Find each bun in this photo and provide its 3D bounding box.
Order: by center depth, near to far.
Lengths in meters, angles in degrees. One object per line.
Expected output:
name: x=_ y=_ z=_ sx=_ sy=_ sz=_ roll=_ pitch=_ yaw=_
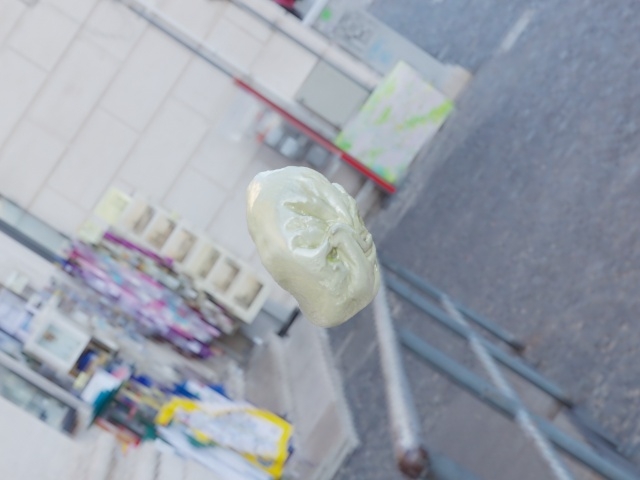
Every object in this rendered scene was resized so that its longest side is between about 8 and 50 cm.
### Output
bun: x=0.000 y=0.000 z=1.766 sx=0.145 sy=0.229 sz=0.229 roll=-24 pitch=21 yaw=20
